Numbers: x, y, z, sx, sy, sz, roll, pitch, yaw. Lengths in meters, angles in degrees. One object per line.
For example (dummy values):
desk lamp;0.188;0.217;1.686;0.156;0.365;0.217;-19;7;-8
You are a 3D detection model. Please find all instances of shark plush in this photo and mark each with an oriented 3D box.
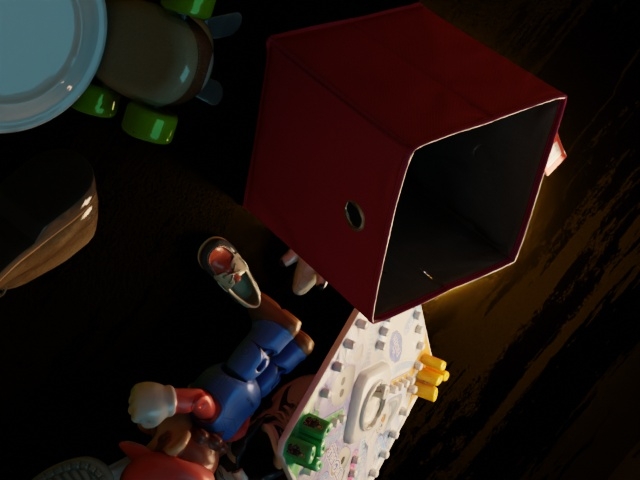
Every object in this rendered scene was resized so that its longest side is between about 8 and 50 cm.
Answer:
shark plush;0.000;0.000;1.640;0.067;0.073;0.161;42;68;-75

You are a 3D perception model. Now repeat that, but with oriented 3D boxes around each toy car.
toy car;-0.141;-0.188;1.211;0.188;0.149;0.155;-4;116;-60

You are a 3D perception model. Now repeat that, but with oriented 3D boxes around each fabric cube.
fabric cube;0.091;-0.103;1.432;0.259;0.258;0.254;-21;138;-35

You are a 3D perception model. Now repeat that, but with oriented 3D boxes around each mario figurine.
mario figurine;-0.165;0.211;1.612;0.198;0.170;0.320;47;72;-22

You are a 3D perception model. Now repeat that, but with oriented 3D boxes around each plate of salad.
plate of salad;-0.292;-0.198;1.088;0.200;0.048;0.199;-12;114;-29

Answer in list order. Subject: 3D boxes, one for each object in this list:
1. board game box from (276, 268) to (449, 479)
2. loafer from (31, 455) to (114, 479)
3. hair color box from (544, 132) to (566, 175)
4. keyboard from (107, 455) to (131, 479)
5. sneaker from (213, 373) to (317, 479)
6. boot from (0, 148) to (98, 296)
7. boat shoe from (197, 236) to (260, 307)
board game box;0.083;0.253;1.822;0.390;0.050;0.390;-58;153;-28
loafer;-0.366;0.373;1.555;0.251;0.094;0.087;-41;171;5
hair color box;0.278;-0.157;1.686;0.043;0.141;0.072;-46;146;-5
keyboard;-0.247;0.317;1.685;0.256;0.014;0.072;-24;144;-32
sneaker;-0.052;0.278;1.724;0.235;0.094;0.153;-29;-174;-21
boot;-0.352;0.035;1.220;0.305;0.112;0.115;-36;154;-21
boat shoe;-0.115;0.043;1.535;0.049;0.043;0.137;-41;144;-8
